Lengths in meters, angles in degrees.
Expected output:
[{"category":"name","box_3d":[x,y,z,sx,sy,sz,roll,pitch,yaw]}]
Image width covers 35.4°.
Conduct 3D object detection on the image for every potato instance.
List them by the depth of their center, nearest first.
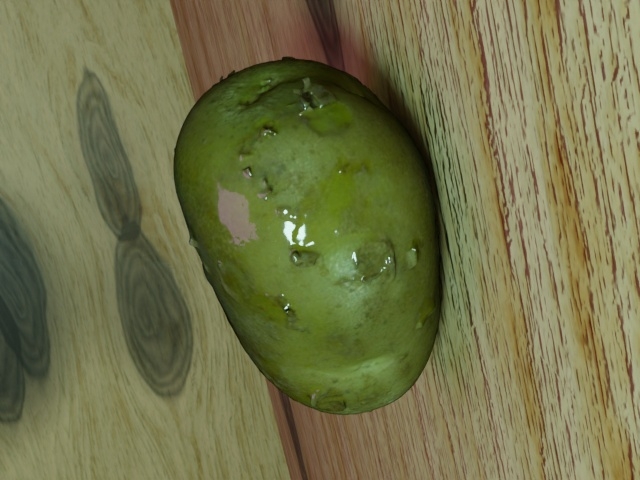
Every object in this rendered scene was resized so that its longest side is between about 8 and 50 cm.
[{"category":"potato","box_3d":[0.005,0.013,0.930,0.270,0.219,0.359,-111,3,-66]}]
